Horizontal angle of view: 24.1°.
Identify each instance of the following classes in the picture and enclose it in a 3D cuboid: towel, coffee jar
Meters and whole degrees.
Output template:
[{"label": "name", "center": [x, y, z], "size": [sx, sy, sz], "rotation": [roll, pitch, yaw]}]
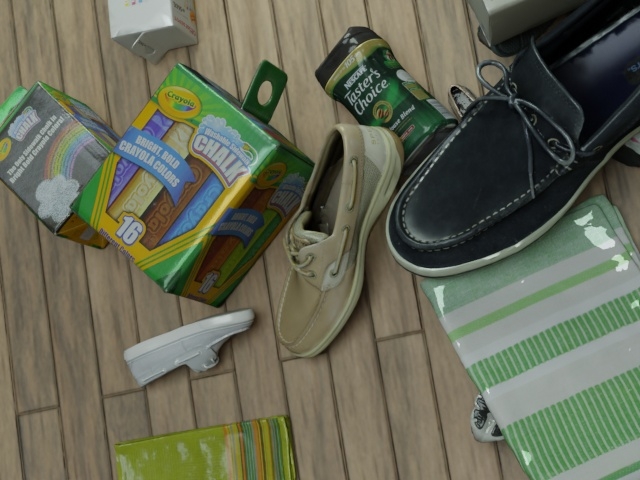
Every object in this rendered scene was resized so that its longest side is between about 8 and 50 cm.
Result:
[{"label": "towel", "center": [-0.146, 0.285, 1.872], "size": [0.237, 0.021, 0.102], "rotation": [-11, 77, 17]}, {"label": "coffee jar", "center": [0.077, -0.174, 1.837], "size": [0.184, 0.079, 0.096], "rotation": [50, 118, 20]}, {"label": "towel", "center": [0.294, 0.127, 1.688], "size": [0.248, 0.038, 0.325], "rotation": [-25, 66, -4]}]

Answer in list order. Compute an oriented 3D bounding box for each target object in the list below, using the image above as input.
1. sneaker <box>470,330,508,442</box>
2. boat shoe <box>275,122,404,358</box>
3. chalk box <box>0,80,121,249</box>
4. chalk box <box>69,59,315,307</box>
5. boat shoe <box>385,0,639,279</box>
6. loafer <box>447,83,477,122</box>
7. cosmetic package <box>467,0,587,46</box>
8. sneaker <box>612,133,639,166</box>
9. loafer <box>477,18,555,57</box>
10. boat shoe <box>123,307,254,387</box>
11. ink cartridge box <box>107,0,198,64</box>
[{"label": "sneaker", "center": [0.218, 0.158, 1.749], "size": [0.068, 0.071, 0.170], "rotation": [32, 77, 2]}, {"label": "boat shoe", "center": [0.000, 0.000, 1.791], "size": [0.109, 0.098, 0.302], "rotation": [40, 115, 44]}, {"label": "chalk box", "center": [-0.339, -0.110, 1.948], "size": [0.213, 0.132, 0.132], "rotation": [44, 97, 21]}, {"label": "chalk box", "center": [-0.128, -0.088, 1.844], "size": [0.179, 0.180, 0.289], "rotation": [41, 96, 20]}, {"label": "boat shoe", "center": [0.260, -0.145, 1.671], "size": [0.500, 0.156, 0.187], "rotation": [-38, 56, 16]}, {"label": "loafer", "center": [0.194, -0.139, 1.817], "size": [0.045, 0.039, 0.125], "rotation": [-40, 71, 8]}, {"label": "cosmetic package", "center": [0.299, -0.364, 1.696], "size": [0.309, 0.113, 0.160], "rotation": [-25, 76, 0]}, {"label": "sneaker", "center": [0.391, -0.125, 1.744], "size": [0.178, 0.072, 0.077], "rotation": [30, 68, 22]}, {"label": "loafer", "center": [0.267, -0.342, 1.812], "size": [0.084, 0.096, 0.267], "rotation": [33, 85, 40]}, {"label": "boat shoe", "center": [-0.160, 0.136, 1.882], "size": [0.184, 0.066, 0.063], "rotation": [-21, 89, 12]}, {"label": "ink cartridge box", "center": [-0.220, -0.309, 1.960], "size": [0.090, 0.092, 0.143], "rotation": [-10, 79, 16]}]
